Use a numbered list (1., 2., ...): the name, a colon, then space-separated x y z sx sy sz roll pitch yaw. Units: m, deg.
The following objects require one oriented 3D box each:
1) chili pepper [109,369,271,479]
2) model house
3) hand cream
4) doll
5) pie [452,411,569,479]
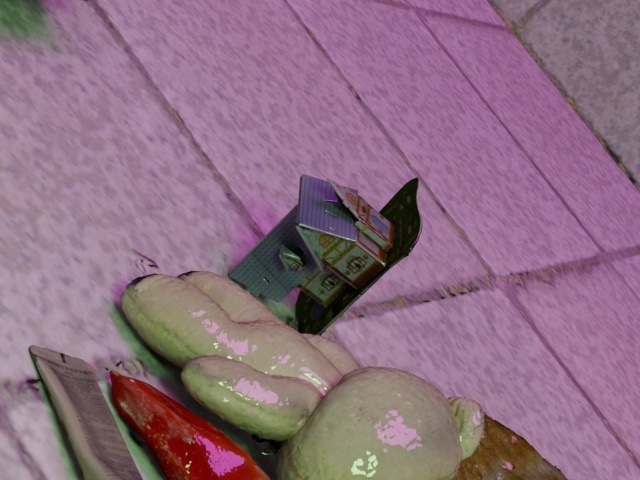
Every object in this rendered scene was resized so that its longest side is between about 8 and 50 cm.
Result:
1. chili pepper: -0.082 0.156 1.080 0.191 0.050 0.059 41 22 14
2. model house: 0.000 0.000 1.350 0.088 0.167 0.117 37 29 -19
3. hand cream: -0.147 0.132 1.031 0.057 0.037 0.165 25 24 -46
4. doll: -0.028 0.121 1.184 0.278 0.149 0.175 38 49 21
5. pie: 0.183 0.270 1.375 0.323 0.070 0.323 39 20 -17
